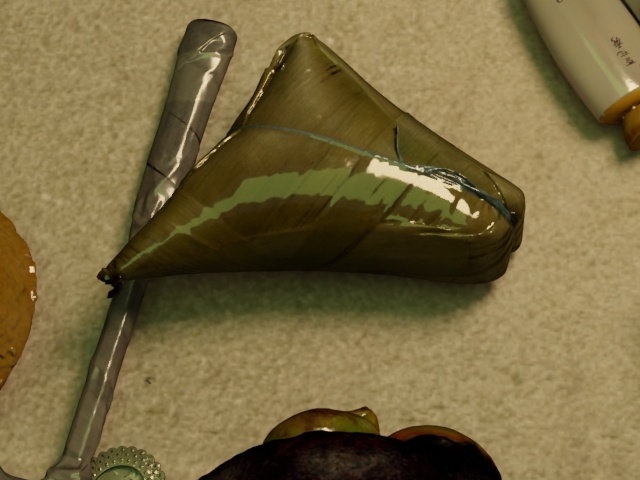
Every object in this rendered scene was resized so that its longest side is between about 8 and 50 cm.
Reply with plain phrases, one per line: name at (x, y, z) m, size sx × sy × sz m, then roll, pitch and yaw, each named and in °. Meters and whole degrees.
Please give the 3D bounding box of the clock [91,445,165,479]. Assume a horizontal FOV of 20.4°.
clock at (-0.149, 0.190, 1.297) m, size 0.074 × 0.010 × 0.083 m, roll 24°, pitch 75°, yaw 14°

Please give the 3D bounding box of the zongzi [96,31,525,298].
zongzi at (0.000, 0.000, 1.279) m, size 0.228 × 0.115 × 0.256 m, roll 36°, pitch 65°, yaw 13°

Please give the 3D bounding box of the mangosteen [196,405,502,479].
mangosteen at (0.015, 0.222, 1.166) m, size 0.275 × 0.275 × 0.302 m, roll 0°, pitch 39°, yaw 5°

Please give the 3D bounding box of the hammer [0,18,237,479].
hammer at (-0.147, 0.020, 1.333) m, size 0.152 × 0.044 × 0.427 m, roll 9°, pitch 70°, yaw 14°

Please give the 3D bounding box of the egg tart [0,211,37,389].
egg tart at (-0.326, 0.033, 1.284) m, size 0.215 × 0.171 × 0.215 m, roll -9°, pitch 61°, yaw 16°

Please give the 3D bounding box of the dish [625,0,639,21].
dish at (0.330, -0.182, 1.337) m, size 0.154 × 0.064 × 0.234 m, roll -27°, pitch 73°, yaw -16°

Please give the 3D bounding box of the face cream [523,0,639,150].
face cream at (0.210, -0.153, 1.357) m, size 0.072 × 0.051 × 0.182 m, roll -24°, pitch 71°, yaw -17°
